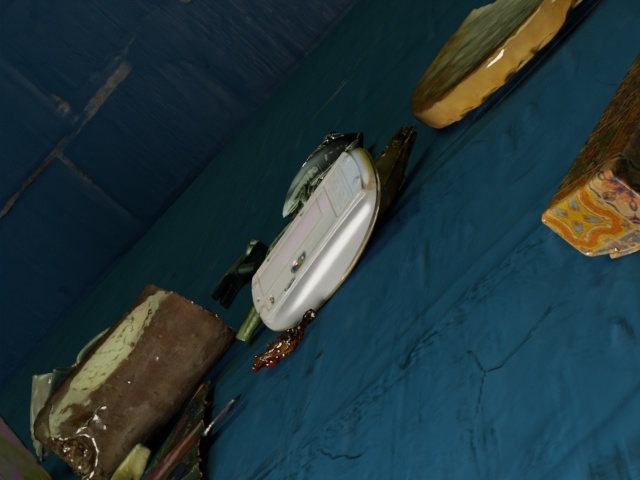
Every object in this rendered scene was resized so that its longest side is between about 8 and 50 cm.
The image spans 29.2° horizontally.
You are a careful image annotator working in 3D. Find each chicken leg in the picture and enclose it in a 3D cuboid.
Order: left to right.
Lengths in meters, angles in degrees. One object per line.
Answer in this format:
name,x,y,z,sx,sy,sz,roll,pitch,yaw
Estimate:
chicken leg,-0.035,0.097,1.149,0.083,0.021,0.036,-45,2,20

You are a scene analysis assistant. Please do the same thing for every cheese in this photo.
cheese,-0.199,0.245,1.262,0.083,0.030,0.044,-55,-9,-45

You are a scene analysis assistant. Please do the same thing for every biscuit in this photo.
biscuit,0.177,-0.196,1.261,0.204,0.040,0.309,-51,10,-13

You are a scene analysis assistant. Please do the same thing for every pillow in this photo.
pillow,0.005,-0.082,1.530,0.136,0.055,0.091,-49,30,15

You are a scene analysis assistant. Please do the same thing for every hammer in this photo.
hammer,-0.073,0.035,1.508,0.103,0.029,0.246,-52,12,-15

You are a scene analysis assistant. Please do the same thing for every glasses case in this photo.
glasses case,0.211,-0.088,0.722,0.218,0.049,0.075,-55,5,-28

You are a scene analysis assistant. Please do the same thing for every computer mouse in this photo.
computer mouse,0.001,0.001,1.196,0.199,0.045,0.102,-54,31,20

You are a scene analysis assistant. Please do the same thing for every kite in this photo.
kite,-0.150,0.230,1.177,0.234,0.016,0.321,-50,10,7

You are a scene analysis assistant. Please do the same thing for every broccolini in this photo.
broccolini,-0.037,0.016,1.320,0.203,0.068,0.091,-51,18,-10

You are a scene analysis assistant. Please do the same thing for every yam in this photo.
yam,-0.210,0.161,1.371,0.128,0.129,0.238,28,76,43

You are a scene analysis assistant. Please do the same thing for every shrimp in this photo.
shrimp,0.057,-0.048,1.269,0.162,0.045,0.095,-59,-7,-23

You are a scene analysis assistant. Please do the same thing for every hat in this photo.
hat,-0.296,0.201,1.712,0.226,0.164,0.219,-11,-1,-18

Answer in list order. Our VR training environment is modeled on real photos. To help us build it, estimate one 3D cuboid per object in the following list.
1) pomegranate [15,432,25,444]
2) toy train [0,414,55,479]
pomegranate,-0.501,0.338,1.723,0.209,0.209,0.209,-47,11,12
toy train,-0.364,0.277,1.269,0.134,0.261,0.177,-42,-4,28
